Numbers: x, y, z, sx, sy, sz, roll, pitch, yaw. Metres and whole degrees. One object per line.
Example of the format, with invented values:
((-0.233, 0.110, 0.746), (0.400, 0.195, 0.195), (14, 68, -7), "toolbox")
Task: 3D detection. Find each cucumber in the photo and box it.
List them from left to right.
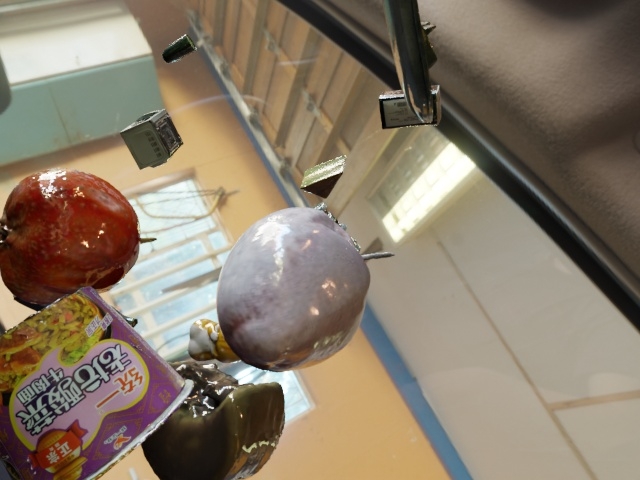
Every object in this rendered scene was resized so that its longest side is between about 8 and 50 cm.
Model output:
((-0.382, -0.506, 1.393), (0.048, 0.105, 0.048), (53, 25, -40), "cucumber")

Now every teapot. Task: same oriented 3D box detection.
((-0.513, 0.187, 1.307), (0.111, 0.042, 0.043), (24, -32, 0), "teapot")

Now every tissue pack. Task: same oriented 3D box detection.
((0.263, -0.387, 1.526), (0.170, 0.090, 0.103), (0, -63, 21), "tissue pack")

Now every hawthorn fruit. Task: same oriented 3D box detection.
((-0.497, -0.006, 1.105), (0.287, 0.330, 0.287), (-4, -95, 43), "hawthorn fruit")

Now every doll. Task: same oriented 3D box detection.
((-0.380, 0.379, 1.953), (0.270, 0.162, 0.166), (-4, -98, 43), "doll")

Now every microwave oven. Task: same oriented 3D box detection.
((-0.566, -0.348, 1.783), (0.208, 0.123, 0.162), (-92, 160, -66), "microwave oven")

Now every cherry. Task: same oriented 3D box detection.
((-0.056, 0.094, 1.039), (0.291, 0.335, 0.326), (7, -90, 30), "cherry")

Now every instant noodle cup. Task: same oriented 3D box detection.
((-0.434, 0.253, 0.907), (0.266, 0.340, 0.340), (56, -24, -6), "instant noodle cup")

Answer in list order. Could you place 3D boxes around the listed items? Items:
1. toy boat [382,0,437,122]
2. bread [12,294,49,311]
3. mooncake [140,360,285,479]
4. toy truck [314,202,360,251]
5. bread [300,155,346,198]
((0.201, -0.401, 1.111), (0.141, 0.092, 0.319), (-98, 172, -61), "toy boat")
((-0.741, 0.095, 1.450), (0.224, 0.143, 0.211), (56, 23, -55), "bread")
((-0.301, 0.460, 1.404), (0.393, 0.246, 0.394), (-50, -121, 17), "mooncake")
((0.000, 0.000, 1.765), (0.133, 0.184, 0.338), (45, 8, -22), "toy truck")
((0.009, -0.191, 1.470), (0.139, 0.084, 0.074), (127, -19, -56), "bread")
